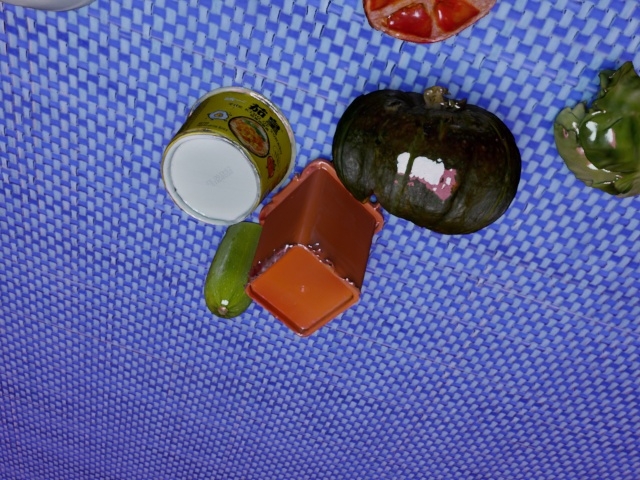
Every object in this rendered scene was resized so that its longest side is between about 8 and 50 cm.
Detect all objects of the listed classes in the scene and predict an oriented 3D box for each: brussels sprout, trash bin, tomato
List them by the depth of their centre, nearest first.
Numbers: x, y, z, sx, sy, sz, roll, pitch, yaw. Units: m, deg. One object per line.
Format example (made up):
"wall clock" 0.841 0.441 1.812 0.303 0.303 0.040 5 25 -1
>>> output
"tomato" 0.129 -0.308 0.515 0.155 0.070 0.156 4 160 1
"brussels sprout" 0.395 -0.136 0.579 0.139 0.100 0.181 -36 100 5
"trash bin" 0.000 0.000 0.635 0.161 0.239 0.184 42 116 -17

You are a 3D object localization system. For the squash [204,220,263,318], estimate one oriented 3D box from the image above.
"squash" -0.141 0.056 0.723 0.095 0.188 0.095 4 125 6

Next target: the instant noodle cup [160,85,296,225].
"instant noodle cup" -0.137 -0.113 0.642 0.182 0.144 0.182 4 122 6

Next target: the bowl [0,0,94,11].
"bowl" -0.381 -0.409 0.503 0.276 0.145 0.277 5 121 9

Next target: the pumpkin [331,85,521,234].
"pumpkin" 0.131 -0.110 0.556 0.237 0.238 0.159 20 117 -3
